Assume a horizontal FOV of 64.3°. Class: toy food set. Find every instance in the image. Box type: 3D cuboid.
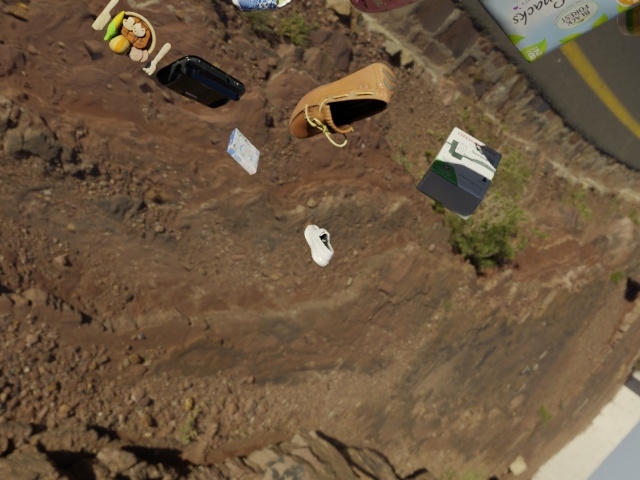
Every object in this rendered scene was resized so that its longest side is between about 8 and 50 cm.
[{"bbox_3d":[-0.521,-0.558,1.405,0.192,0.038,0.132,39,116,-25],"label":"toy food set"}]

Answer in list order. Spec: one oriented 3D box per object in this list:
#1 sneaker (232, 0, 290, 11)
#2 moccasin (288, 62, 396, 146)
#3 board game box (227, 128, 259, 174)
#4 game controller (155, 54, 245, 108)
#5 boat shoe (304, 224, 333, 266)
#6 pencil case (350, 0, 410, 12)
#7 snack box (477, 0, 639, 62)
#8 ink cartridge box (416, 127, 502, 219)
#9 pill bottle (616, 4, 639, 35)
[{"bbox_3d":[-0.182,-0.754,1.577,0.211,0.081,0.080,-26,117,-40],"label":"sneaker"},{"bbox_3d":[0.050,-0.361,1.449,0.139,0.380,0.146,31,60,-43],"label":"moccasin"},{"bbox_3d":[-0.193,-0.223,1.283,0.020,0.090,0.090,-29,126,25],"label":"board game box"},{"bbox_3d":[-0.384,-0.513,1.669,0.319,0.167,0.067,8,74,-66],"label":"game controller"},{"bbox_3d":[0.000,0.000,1.491,0.066,0.184,0.063,33,112,-23],"label":"boat shoe"},{"bbox_3d":[0.172,-0.661,1.257,0.160,0.386,0.167,-7,108,-9],"label":"pencil case"},{"bbox_3d":[0.287,-0.352,0.639,0.207,0.175,0.070,34,57,-25],"label":"snack box"},{"bbox_3d":[0.362,-0.178,1.316,0.208,0.153,0.086,-55,175,-39],"label":"ink cartridge box"},{"bbox_3d":[0.628,-0.398,0.811,0.136,0.246,0.136,-22,121,-41],"label":"pill bottle"}]
